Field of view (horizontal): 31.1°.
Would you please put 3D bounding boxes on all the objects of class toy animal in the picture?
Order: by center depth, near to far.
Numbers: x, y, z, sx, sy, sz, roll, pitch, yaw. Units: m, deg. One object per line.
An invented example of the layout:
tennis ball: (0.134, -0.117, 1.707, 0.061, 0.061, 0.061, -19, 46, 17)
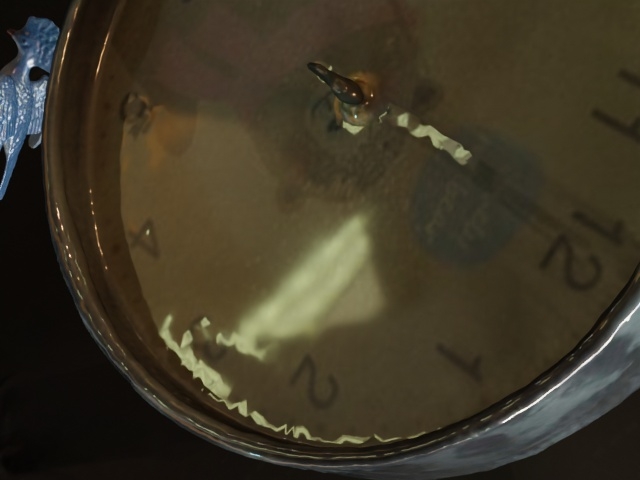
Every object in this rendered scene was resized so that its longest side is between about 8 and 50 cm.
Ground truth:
toy animal: (-0.444, -0.188, 1.660, 0.176, 0.239, 0.255, -5, 102, 13)

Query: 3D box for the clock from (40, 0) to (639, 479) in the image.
clock: (0.017, -0.051, 0.417, 0.280, 0.055, 0.281, -6, 77, 29)
